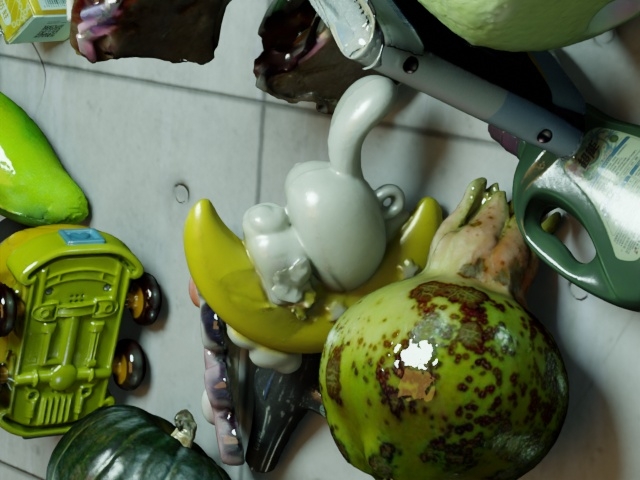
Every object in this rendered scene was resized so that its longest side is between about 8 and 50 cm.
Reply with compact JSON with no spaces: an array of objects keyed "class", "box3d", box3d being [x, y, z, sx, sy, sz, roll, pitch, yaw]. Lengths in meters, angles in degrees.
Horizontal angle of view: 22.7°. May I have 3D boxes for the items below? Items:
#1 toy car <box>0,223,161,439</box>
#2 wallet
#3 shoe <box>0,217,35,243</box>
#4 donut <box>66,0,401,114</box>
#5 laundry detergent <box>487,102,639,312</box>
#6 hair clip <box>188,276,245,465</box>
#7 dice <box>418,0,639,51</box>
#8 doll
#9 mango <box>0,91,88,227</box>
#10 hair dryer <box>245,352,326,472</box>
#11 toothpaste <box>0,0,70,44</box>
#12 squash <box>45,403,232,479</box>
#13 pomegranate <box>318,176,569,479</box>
[{"class":"toy car","box3d":[-0.294,0.086,1.737,0.142,0.200,0.248,41,121,46]},{"class":"wallet","box3d":[0.103,-0.159,1.277,0.069,0.231,0.170,-53,36,25]},{"class":"shoe","box3d":[-0.337,0.037,1.853,0.179,0.049,0.071,47,123,26]},{"class":"donut","box3d":[-0.038,-0.244,1.354,0.259,0.345,0.136,-58,43,35]},{"class":"laundry detergent","box3d":[0.222,-0.040,1.325,0.221,0.078,0.144,32,97,32]},{"class":"hair clip","box3d":[-0.097,0.103,1.612,0.146,0.075,0.257,-177,88,-82]},{"class":"dice","box3d":[0.186,-0.306,1.206,0.249,0.254,0.252,-37,69,39]},{"class":"doll","box3d":[0.000,0.000,1.451,0.111,0.237,0.252,-115,0,-60]},{"class":"mango","box3d":[-0.358,-0.094,1.811,0.233,0.125,0.111,40,109,4]},{"class":"hair dryer","box3d":[0.020,0.193,1.566,0.219,0.075,0.196,35,128,24]},{"class":"toothpaste","box3d":[-0.359,-0.371,1.787,0.071,0.089,0.313,-35,74,44]},{"class":"squash","box3d":[-0.182,0.264,1.651,0.218,0.172,0.218,48,160,23]},{"class":"pomegranate","box3d":[0.106,0.087,1.372,0.222,0.204,0.277,9,101,49]}]
